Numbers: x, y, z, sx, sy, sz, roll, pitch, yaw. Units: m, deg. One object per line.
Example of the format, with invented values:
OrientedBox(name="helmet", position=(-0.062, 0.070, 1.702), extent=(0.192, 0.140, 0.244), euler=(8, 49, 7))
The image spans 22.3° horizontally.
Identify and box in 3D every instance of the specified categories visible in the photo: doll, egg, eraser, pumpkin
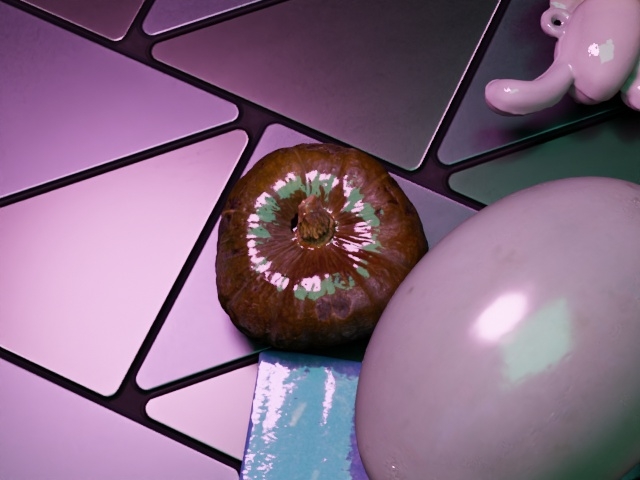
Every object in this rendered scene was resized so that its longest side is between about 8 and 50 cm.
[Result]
OrientedBox(name="doll", position=(0.312, -0.206, 1.705), extent=(0.237, 0.111, 0.252), euler=(23, 72, -9))
OrientedBox(name="egg", position=(0.199, 0.107, 1.515), extent=(0.276, 0.276, 0.389), euler=(42, 83, 13))
OrientedBox(name="eraser", position=(-0.016, 0.265, 1.588), extent=(0.144, 0.042, 0.312), euler=(9, 73, 3))
OrientedBox(name="pumpkin", position=(0.000, 0.000, 1.612), extent=(0.219, 0.162, 0.219), euler=(-1, 68, 1))
